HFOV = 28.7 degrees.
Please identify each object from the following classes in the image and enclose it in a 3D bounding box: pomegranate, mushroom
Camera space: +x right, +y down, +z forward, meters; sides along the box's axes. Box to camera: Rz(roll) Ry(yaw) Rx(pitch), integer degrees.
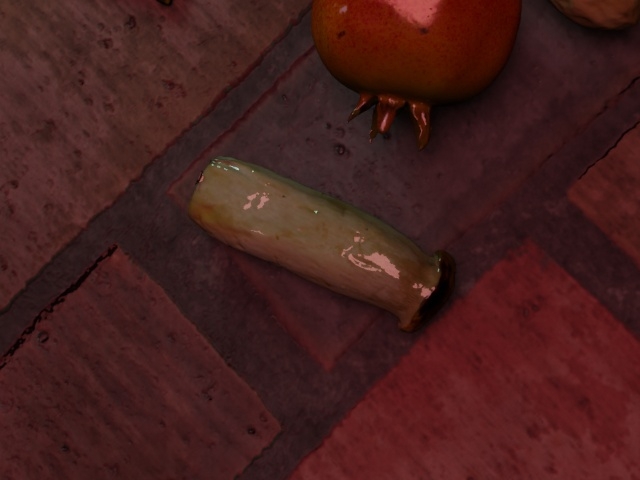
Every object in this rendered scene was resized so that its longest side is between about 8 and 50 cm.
[{"bbox_3d":[0.098,-0.222,1.319,0.220,0.221,0.257,7,91,12],"label":"pomegranate"},{"bbox_3d":[0.000,0.000,1.371,0.312,0.081,0.100,26,82,15],"label":"mushroom"}]

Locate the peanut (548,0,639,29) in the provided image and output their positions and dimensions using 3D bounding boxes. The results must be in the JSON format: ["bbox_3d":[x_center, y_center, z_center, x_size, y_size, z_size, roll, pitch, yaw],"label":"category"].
[{"bbox_3d":[0.250,-0.334,1.340,0.111,0.125,0.274,-41,75,11],"label":"peanut"}]

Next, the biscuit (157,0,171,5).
[{"bbox_3d":[-0.303,-0.351,1.506,0.292,0.026,0.048,23,91,14],"label":"biscuit"}]
